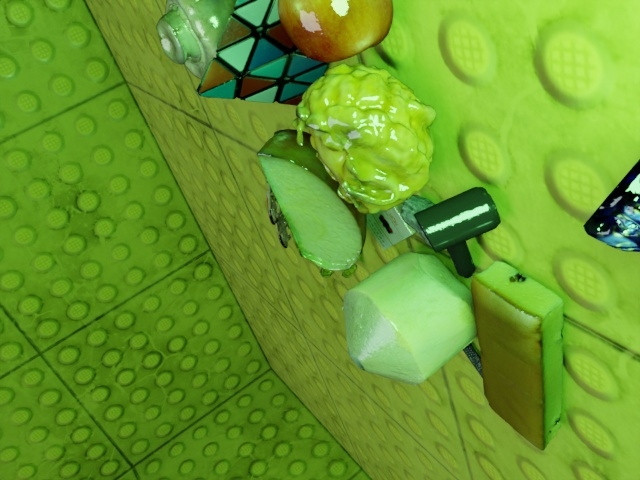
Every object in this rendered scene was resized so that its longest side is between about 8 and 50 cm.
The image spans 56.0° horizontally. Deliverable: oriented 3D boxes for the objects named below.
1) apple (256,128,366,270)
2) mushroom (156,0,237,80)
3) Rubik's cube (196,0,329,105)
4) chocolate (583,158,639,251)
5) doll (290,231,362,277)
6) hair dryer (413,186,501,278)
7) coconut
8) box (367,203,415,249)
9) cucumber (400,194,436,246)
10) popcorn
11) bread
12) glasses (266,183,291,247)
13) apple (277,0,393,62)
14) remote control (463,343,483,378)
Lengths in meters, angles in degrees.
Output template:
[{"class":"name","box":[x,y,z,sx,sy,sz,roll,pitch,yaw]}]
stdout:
[{"class":"apple","box":[-0.005,-0.093,1.242,0.254,0.179,0.346,46,165,45]},{"class":"mushroom","box":[-0.251,-0.450,1.303,0.255,0.184,0.255,33,147,25]},{"class":"Rubik's cube","box":[-0.029,-0.332,1.102,0.234,0.284,0.250,0,150,44]},{"class":"chocolate","box":[0.411,0.055,0.580,0.343,0.126,0.148,47,123,8]},{"class":"doll","box":[0.000,0.000,1.531,0.221,0.135,0.143,45,127,48]},{"class":"hair dryer","box":[0.240,0.008,0.980,0.248,0.114,0.070,50,-161,-54]},{"class":"coconut","box":[0.159,0.159,1.159,0.239,0.244,0.239,49,160,25]},{"class":"box","box":[0.140,-0.036,1.232,0.090,0.024,0.167,57,163,3]},{"class":"cucumber","box":[0.189,-0.035,1.051,0.112,0.064,0.064,47,160,39]},{"class":"popcorn","box":[0.076,-0.153,0.947,0.250,0.190,0.250,38,171,7]},{"class":"bread","box":[0.343,0.206,1.033,0.138,0.077,0.361,36,152,46]},{"class":"glasses","box":[-0.095,-0.096,1.689,0.255,0.095,0.162,77,-179,-49]},{"class":"apple","box":[0.022,-0.322,0.844,0.139,0.163,0.163,59,162,-14]},{"class":"remote control","box":[0.324,0.246,1.246,0.091,0.016,0.034,56,146,1]}]
